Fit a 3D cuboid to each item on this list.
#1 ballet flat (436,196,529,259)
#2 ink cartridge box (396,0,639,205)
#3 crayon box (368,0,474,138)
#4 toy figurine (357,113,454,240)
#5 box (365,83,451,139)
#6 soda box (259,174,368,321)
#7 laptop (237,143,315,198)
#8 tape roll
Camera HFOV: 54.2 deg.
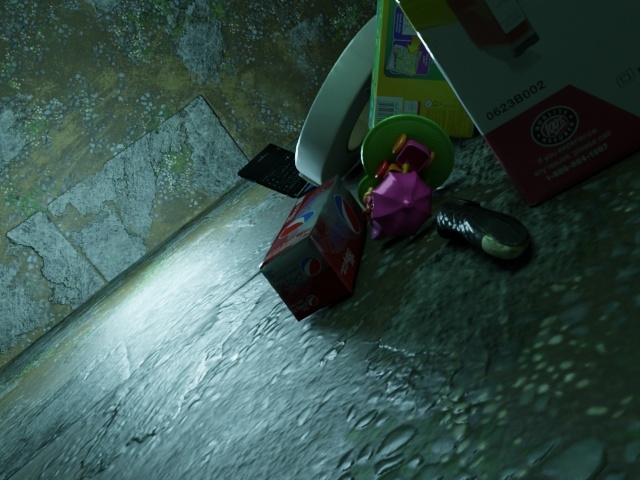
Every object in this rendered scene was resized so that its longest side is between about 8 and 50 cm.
[{"bbox_3d":[0.158,-0.007,0.615,0.057,0.049,0.173,8,12,-7],"label":"ballet flat"},{"bbox_3d":[0.218,-0.274,0.601,0.279,0.385,0.160,-31,14,23],"label":"ink cartridge box"},{"bbox_3d":[0.171,-0.309,0.997,0.165,0.279,0.081,3,16,-2],"label":"crayon box"},{"bbox_3d":[0.095,-0.058,0.827,0.173,0.130,0.159,-54,10,38],"label":"toy figurine"},{"bbox_3d":[0.185,-0.259,1.147,0.093,0.156,0.158,-24,18,40],"label":"box"},{"bbox_3d":[0.000,0.000,0.862,0.083,0.092,0.263,-31,14,20],"label":"soda box"},{"bbox_3d":[-0.046,-0.223,1.660,0.234,0.264,0.137,-56,-14,-57],"label":"laptop"},{"bbox_3d":[0.083,-0.289,1.314,0.392,0.072,0.392,-55,-10,-14],"label":"tape roll"}]
